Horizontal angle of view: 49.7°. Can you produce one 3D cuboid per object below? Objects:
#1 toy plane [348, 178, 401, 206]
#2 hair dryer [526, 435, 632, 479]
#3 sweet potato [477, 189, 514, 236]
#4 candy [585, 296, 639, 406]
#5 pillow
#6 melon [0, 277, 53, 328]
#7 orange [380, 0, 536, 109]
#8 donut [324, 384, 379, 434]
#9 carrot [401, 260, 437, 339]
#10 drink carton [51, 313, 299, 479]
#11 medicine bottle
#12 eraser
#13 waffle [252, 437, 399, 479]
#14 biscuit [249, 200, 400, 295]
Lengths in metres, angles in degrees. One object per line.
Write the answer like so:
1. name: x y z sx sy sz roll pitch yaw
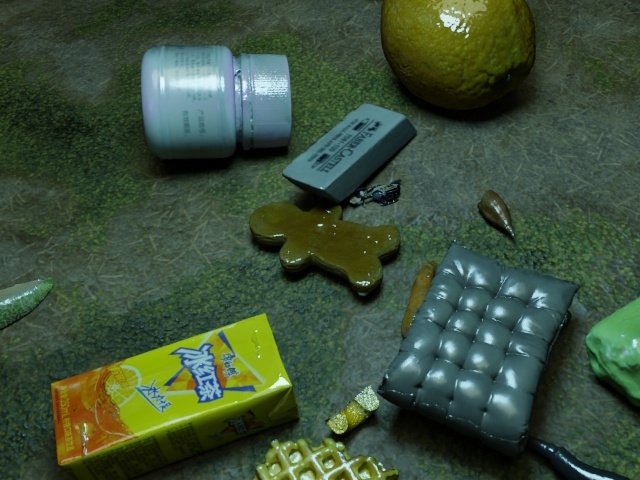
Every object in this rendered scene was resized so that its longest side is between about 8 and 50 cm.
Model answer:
1. toy plane: 0.117 -0.095 1.403 0.121 0.031 0.049 -18 43 -12
2. hair dryer: 0.377 0.372 0.922 0.359 0.120 0.303 26 70 40
3. sweet potato: 0.339 -0.048 1.317 0.049 0.049 0.117 -18 48 -8
4. candy: 0.577 0.128 1.080 0.343 0.132 0.142 -25 7 -17
5. pillow: 0.255 0.155 1.077 0.228 0.101 0.326 21 47 18
6. melon: -0.596 0.121 1.301 0.182 0.054 0.098 -18 33 -9
7. orange: 0.303 -0.455 1.520 0.322 0.322 0.357 -28 57 -17
8. donut: 0.050 0.266 1.061 0.038 0.067 0.083 49 33 20
9. carrot: 0.175 0.103 1.209 0.047 0.047 0.191 7 43 14
10. drink carton: -0.223 0.252 1.080 0.351 0.111 0.154 -17 49 -10
11. medicine bottle: -0.220 -0.297 1.491 0.302 0.241 0.241 -2 47 -7
12. eraser: 0.067 -0.187 1.437 0.111 0.077 0.352 23 48 30
13. waffle: -0.007 0.395 0.960 0.245 0.052 0.254 11 49 16
14. biscuit: 0.000 0.000 1.320 0.301 0.049 0.197 18 44 21
